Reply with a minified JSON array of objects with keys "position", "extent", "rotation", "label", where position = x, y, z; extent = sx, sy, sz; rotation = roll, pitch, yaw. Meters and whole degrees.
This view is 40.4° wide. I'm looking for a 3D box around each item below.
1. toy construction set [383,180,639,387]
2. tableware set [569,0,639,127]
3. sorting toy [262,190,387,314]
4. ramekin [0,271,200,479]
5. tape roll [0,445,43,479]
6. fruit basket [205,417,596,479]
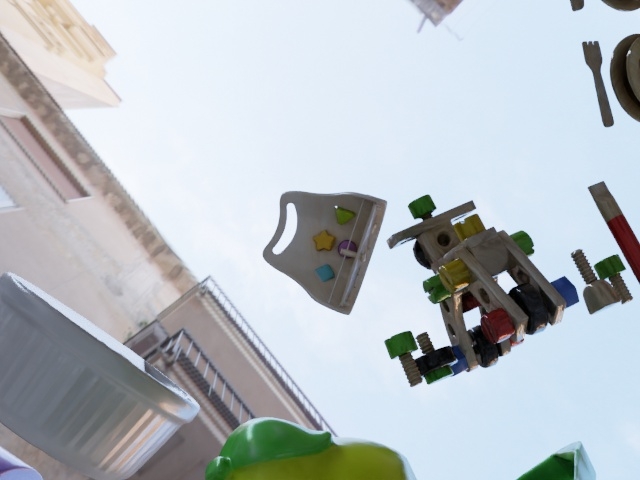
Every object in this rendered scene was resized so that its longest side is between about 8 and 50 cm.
[{"position":[0.219,0.015,1.080],"extent":[0.309,0.257,0.237],"rotation":[-26,-106,12],"label":"toy construction set"},{"position":[0.290,-0.200,0.778],"extent":[0.128,0.039,0.194],"rotation":[-12,-93,-27],"label":"tableware set"},{"position":[0.000,0.000,0.615],"extent":[0.075,0.045,0.083],"rotation":[19,-86,6],"label":"sorting toy"},{"position":[-0.282,0.163,0.991],"extent":[0.273,0.273,0.127],"rotation":[36,-101,-6],"label":"ramekin"},{"position":[-0.462,0.374,1.046],"extent":[0.090,0.275,0.274],"rotation":[26,-87,19],"label":"tape roll"},{"position":[0.062,0.292,0.756],"extent":[0.392,0.283,0.392],"rotation":[1,-86,19],"label":"fruit basket"}]
